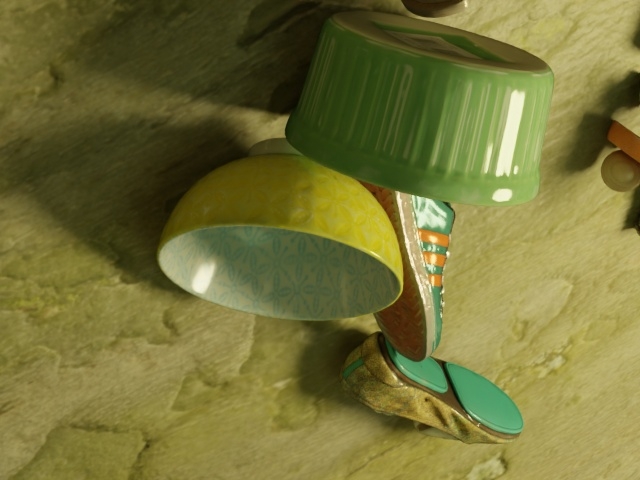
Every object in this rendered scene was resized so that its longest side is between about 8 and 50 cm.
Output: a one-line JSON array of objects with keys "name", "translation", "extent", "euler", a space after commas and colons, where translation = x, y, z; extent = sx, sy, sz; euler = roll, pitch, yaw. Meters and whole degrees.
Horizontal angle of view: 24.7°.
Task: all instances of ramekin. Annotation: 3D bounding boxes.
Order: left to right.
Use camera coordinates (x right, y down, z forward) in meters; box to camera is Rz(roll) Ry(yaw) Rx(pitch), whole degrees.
[{"name": "ramekin", "translation": [0.121, -0.160, 1.678], "extent": [0.303, 0.303, 0.148], "euler": [1, 111, -34]}]

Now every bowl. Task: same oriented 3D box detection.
[{"name": "bowl", "translation": [-0.039, -0.027, 1.727], "extent": [0.289, 0.289, 0.156], "euler": [31, 57, -43]}]

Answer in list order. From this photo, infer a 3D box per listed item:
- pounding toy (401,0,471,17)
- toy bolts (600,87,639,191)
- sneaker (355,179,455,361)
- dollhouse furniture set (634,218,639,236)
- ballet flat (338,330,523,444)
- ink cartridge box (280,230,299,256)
[{"name": "pounding toy", "translation": [0.123, -0.360, 1.634], "extent": [0.269, 0.154, 0.155], "euler": [-39, 133, -6]}, {"name": "toy bolts", "translation": [0.522, -0.091, 2.037], "extent": [0.218, 0.228, 0.158], "euler": [21, 106, -46]}, {"name": "sneaker", "translation": [0.128, 0.010, 1.898], "extent": [0.121, 0.108, 0.302], "euler": [-30, 122, -35]}, {"name": "dollhouse furniture set", "translation": [0.545, -0.005, 2.150], "extent": [0.101, 0.161, 0.182], "euler": [-15, 126, -25]}, {"name": "ballet flat", "translation": [0.153, 0.225, 2.090], "extent": [0.348, 0.123, 0.123], "euler": [29, 101, -43]}, {"name": "ink cartridge box", "translation": [0.000, 0.000, 1.880], "extent": [0.115, 0.029, 0.063], "euler": [16, 109, -41]}]
